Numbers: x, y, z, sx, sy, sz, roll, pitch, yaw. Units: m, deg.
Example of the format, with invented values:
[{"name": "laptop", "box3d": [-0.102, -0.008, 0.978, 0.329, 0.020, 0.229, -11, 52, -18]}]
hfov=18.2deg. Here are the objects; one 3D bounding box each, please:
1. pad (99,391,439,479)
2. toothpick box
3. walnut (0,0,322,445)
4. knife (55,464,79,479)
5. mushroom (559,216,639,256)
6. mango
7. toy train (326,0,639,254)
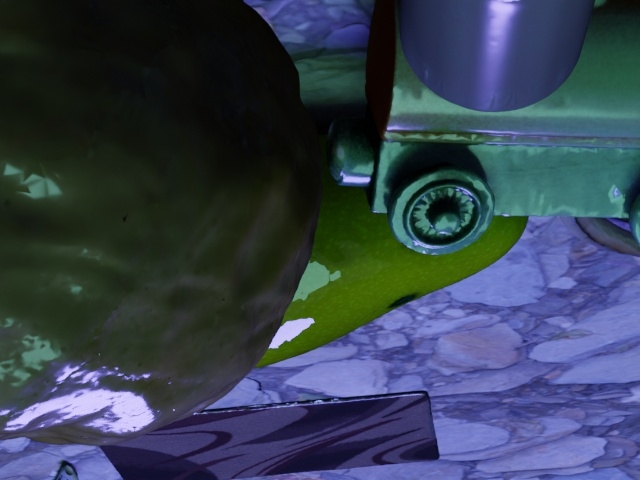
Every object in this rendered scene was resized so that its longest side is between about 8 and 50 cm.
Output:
[{"name": "pad", "box3d": [-0.050, 0.200, 1.968, 0.330, 0.004, 0.220, -6, 156, 5]}, {"name": "toothpick box", "box3d": [0.096, -0.153, 1.050, 0.111, 0.111, 0.181, -3, 157, -1]}, {"name": "walnut", "box3d": [-0.177, -0.040, 1.000, 0.383, 0.384, 0.383, -3, 156, -1]}, {"name": "knife", "box3d": [-0.269, 0.266, 2.069, 0.026, 0.022, 0.184, 27, 152, -2]}, {"name": "mushroom", "box3d": [0.207, -0.033, 1.442, 0.068, 0.043, 0.306, 12, 161, 14]}, {"name": "mango", "box3d": [0.000, 0.000, 1.363, 0.293, 0.143, 0.175, -15, 157, 2]}, {"name": "toy train", "box3d": [0.148, -0.083, 1.214, 0.285, 0.116, 0.177, 2, 123, -9]}]
